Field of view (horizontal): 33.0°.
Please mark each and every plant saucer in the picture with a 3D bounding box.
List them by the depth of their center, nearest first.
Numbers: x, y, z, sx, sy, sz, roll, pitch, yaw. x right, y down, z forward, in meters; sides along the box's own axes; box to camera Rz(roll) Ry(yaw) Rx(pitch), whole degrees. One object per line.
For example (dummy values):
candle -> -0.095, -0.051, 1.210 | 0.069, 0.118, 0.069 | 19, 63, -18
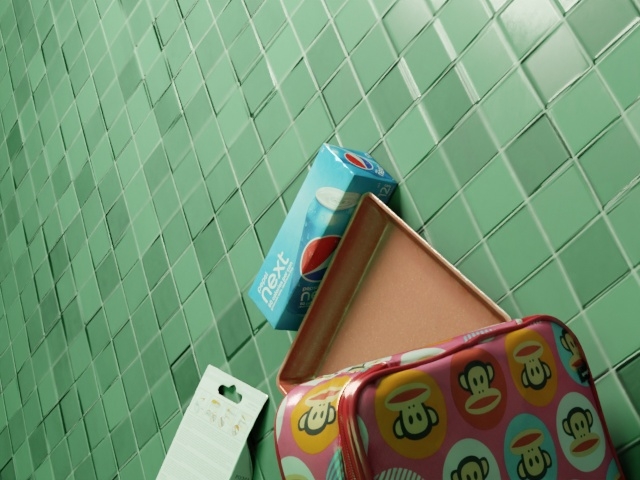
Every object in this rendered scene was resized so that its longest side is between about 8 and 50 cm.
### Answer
plant saucer -> 0.077, 0.121, 1.118 | 0.258, 0.048, 0.259 | 45, 119, 45

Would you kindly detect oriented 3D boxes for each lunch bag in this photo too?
lunch bag -> 0.118, 0.207, 0.851 | 0.120, 0.293, 0.258 | -22, 82, 48

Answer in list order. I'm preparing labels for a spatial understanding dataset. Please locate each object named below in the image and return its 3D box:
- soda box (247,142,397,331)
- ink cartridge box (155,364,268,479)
soda box -> 0.000, 0.000, 1.218 | 0.071, 0.067, 0.210 | 50, 122, 43
ink cartridge box -> -0.130, 0.263, 1.369 | 0.145, 0.045, 0.179 | 17, 79, 51
